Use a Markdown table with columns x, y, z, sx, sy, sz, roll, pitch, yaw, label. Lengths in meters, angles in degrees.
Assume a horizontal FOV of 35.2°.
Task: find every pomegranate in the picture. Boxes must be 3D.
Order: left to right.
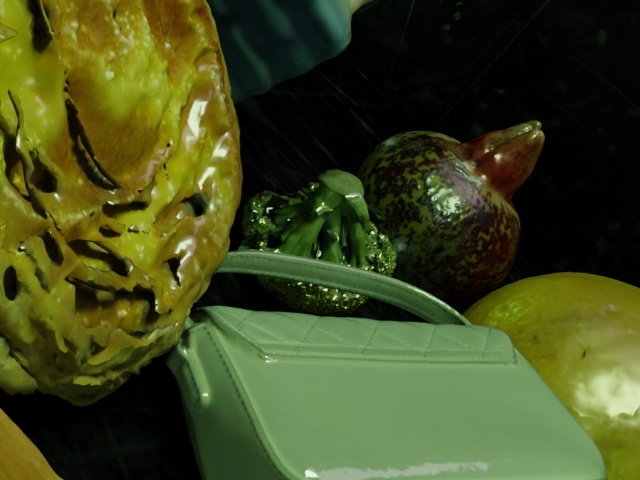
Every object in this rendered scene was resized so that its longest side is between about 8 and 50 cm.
| x | y | z | sx | sy | sz | roll | pitch | yaw | label |
| --- | --- | --- | --- | --- | --- | --- | --- | --- | --- |
| 0.157 | -0.047 | 1.148 | 0.214 | 0.248 | 0.214 | 43 | 21 | -22 | pomegranate |

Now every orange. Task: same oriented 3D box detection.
| x | y | z | sx | sy | sz | roll | pitch | yaw | label |
| --- | --- | --- | --- | --- | --- | --- | --- | --- | --- |
| 0.204 | 0.155 | 0.777 | 0.279 | 0.235 | 0.279 | 47 | 20 | -23 | orange |

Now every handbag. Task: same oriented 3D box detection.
| x | y | z | sx | sy | sz | roll | pitch | yaw | label |
| --- | --- | --- | --- | --- | --- | --- | --- | --- | --- |
| 0.027 | 0.087 | 0.601 | 0.256 | 0.079 | 0.219 | 8 | 34 | -33 | handbag |

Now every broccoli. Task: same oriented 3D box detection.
| x | y | z | sx | sy | sz | roll | pitch | yaw | label |
| --- | --- | --- | --- | --- | --- | --- | --- | --- | --- |
| 0.000 | 0.000 | 0.808 | 0.131 | 0.120 | 0.130 | 13 | 39 | -8 | broccoli |

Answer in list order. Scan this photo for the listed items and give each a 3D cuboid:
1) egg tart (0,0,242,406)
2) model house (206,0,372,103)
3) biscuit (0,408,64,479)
| x | y | z | sx | sy | sz | roll | pitch | yaw | label |
| --- | --- | --- | --- | --- | --- | --- | --- | --- | --- |
| -0.136 | -0.065 | 0.461 | 0.132 | 0.297 | 0.297 | 6 | 0 | 18 | egg tart |
| -0.130 | -0.330 | 0.740 | 0.395 | 0.400 | 0.445 | 53 | -6 | -27 | model house |
| -0.136 | 0.090 | 0.347 | 0.140 | 0.023 | 0.118 | 49 | 14 | -3 | biscuit |
